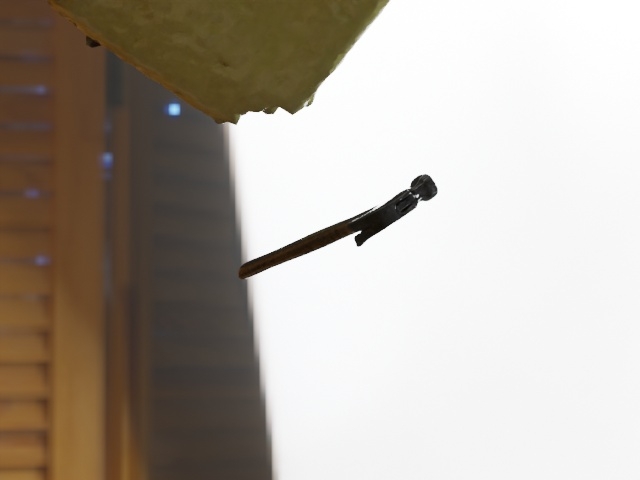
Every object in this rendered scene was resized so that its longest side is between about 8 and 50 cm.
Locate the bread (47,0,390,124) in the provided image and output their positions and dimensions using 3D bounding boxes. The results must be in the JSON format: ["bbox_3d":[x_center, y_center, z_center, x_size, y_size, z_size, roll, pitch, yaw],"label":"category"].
[{"bbox_3d":[-0.075,-0.207,0.776,0.263,0.198,0.236,35,21,-31],"label":"bread"}]

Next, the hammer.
[{"bbox_3d":[0.000,0.000,1.284,0.062,0.017,0.182,-36,8,-40],"label":"hammer"}]
